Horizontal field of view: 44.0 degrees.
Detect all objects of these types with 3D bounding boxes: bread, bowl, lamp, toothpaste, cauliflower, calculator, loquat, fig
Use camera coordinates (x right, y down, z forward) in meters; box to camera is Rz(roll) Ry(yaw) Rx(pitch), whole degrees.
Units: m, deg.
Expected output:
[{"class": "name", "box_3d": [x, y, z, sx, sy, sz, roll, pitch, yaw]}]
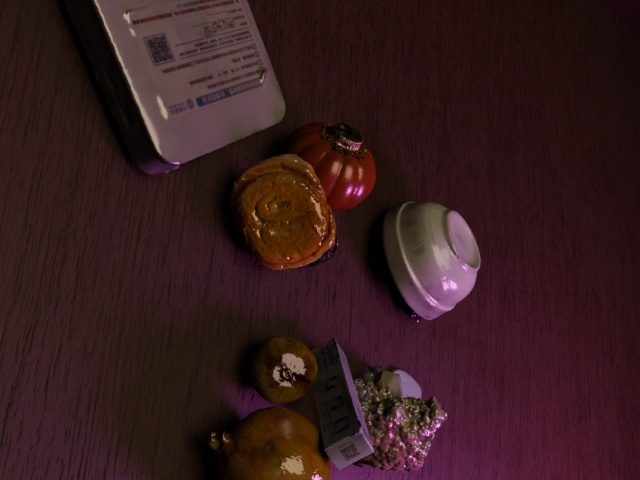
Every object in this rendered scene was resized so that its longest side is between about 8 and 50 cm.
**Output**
[{"class": "bread", "box_3d": [-0.080, -0.054, 1.636, 0.120, 0.198, 0.236, -68, 137, -80]}, {"class": "bowl", "box_3d": [0.295, 0.031, 2.007, 0.307, 0.163, 0.307, 38, 38, -39]}, {"class": "lamp", "box_3d": [0.017, -0.164, 1.763, 0.223, 0.197, 0.223, 22, 33, -15]}, {"class": "toothpaste", "box_3d": [0.033, 0.319, 1.600, 0.067, 0.081, 0.336, 59, 5, -23]}, {"class": "cauliflower", "box_3d": [0.142, 0.383, 1.789, 0.256, 0.239, 0.315, 25, 41, -14]}, {"class": "calculator", "box_3d": [0.214, 0.382, 1.975, 0.153, 0.021, 0.095, 45, 51, -27]}, {"class": "loquat", "box_3d": [-0.104, 0.415, 1.488, 0.246, 0.213, 0.214, 29, 59, -22]}, {"class": "fig", "box_3d": [-0.074, 0.261, 1.610, 0.153, 0.120, 0.136, 2, 83, -48]}]

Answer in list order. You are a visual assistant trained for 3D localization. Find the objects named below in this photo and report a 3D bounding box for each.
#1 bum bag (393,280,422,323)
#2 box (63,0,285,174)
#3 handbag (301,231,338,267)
[{"class": "bum bag", "box_3d": [0.227, 0.121, 2.033, 0.087, 0.049, 0.198, -24, 94, -55]}, {"class": "box", "box_3d": [-0.268, -0.363, 1.562, 0.396, 0.111, 0.397, -31, 105, -47]}, {"class": "handbag", "box_3d": [0.000, 0.000, 1.798, 0.139, 0.072, 0.115, -2, 80, -53]}]
